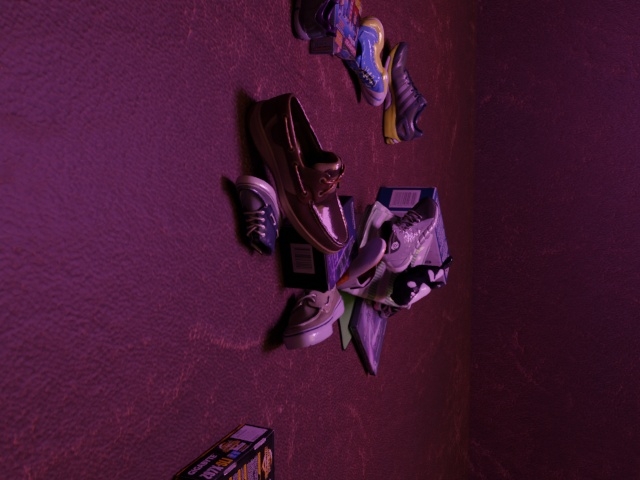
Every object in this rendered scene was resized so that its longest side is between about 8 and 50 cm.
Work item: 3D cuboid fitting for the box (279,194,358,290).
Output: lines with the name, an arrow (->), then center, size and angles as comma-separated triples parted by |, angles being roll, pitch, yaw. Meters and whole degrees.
box -> 0.000, 0.000, 1.729 | 0.207, 0.108, 0.153 | -48, 136, -57

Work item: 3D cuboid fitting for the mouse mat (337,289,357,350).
mouse mat -> 0.074, 0.182, 2.088 | 0.153, 0.007, 0.190 | -55, 143, -54

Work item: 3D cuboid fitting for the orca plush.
orca plush -> 0.267, 0.083, 2.083 | 0.287, 0.151, 0.102 | -25, 99, -42

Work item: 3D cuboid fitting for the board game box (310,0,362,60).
board game box -> 0.032, -0.502, 1.800 | 0.194, 0.060, 0.194 | 32, 65, -66

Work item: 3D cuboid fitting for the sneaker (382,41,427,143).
sneaker -> 0.256, -0.436, 2.298 | 0.111, 0.121, 0.300 | -34, 124, -64

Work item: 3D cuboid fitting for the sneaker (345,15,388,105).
sneaker -> 0.105, -0.448, 1.993 | 0.126, 0.091, 0.240 | -36, 129, -40

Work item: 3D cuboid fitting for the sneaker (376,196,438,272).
sneaker -> 0.220, -0.037, 2.007 | 0.132, 0.086, 0.229 | 43, 72, -45

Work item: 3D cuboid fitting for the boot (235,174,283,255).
boot -> -0.117, -0.044, 1.471 | 0.190, 0.069, 0.086 | 58, 38, -59

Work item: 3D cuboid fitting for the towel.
towel -> 0.187, 0.049, 2.091 | 0.324, 0.038, 0.248 | 22, 86, -51

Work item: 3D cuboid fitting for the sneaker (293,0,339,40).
sneaker -> -0.001, -0.542, 1.654 | 0.083, 0.098, 0.224 | -20, 112, -67

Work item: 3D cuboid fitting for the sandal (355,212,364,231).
sandal -> 0.169, 0.001, 2.167 | 0.416, 0.102, 0.169 | 26, 83, -53

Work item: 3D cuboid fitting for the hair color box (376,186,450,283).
hair color box -> 0.287, -0.011, 2.374 | 0.347, 0.173, 0.105 | 70, 30, -46

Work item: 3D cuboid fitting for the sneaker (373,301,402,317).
sneaker -> 0.210, 0.192, 2.268 | 0.178, 0.077, 0.072 | 26, 68, -69

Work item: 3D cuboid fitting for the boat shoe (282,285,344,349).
boat shoe -> -0.022, 0.160, 1.736 | 0.302, 0.109, 0.094 | -44, 118, -72

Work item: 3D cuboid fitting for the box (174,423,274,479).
box -> -0.168, 0.538, 1.425 | 0.257, 0.079, 0.322 | -23, 114, -68

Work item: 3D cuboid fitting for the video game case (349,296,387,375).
video game case -> 0.143, 0.239, 2.237 | 0.274, 0.026, 0.196 | 69, 30, -49

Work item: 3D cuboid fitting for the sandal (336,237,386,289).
sandal -> 0.103, 0.070, 1.858 | 0.265, 0.076, 0.102 | -30, -146, 61

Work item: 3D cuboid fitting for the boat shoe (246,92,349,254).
boat shoe -> -0.015, -0.129, 1.513 | 0.123, 0.123, 0.342 | -46, 115, -51
